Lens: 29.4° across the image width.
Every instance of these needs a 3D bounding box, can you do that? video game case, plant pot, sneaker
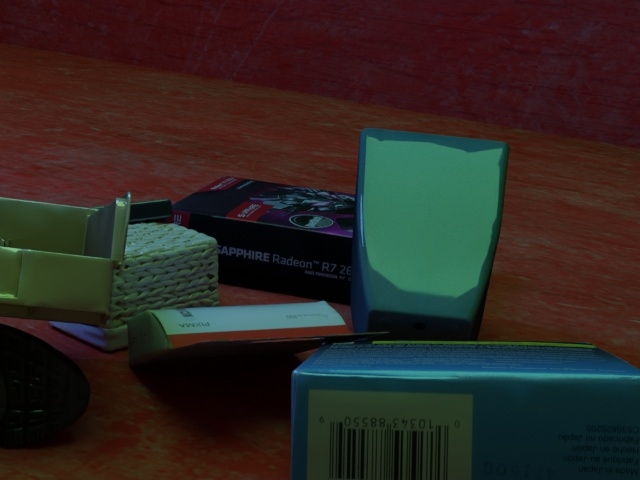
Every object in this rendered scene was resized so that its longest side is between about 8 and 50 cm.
[{"bbox_3d":[-0.298,-0.021,1.504,0.196,0.026,0.274,-8,-1,-15],"label":"video game case"},{"bbox_3d":[0.109,0.023,1.316,0.165,0.166,0.234,7,47,4],"label":"plant pot"},{"bbox_3d":[-0.335,0.105,1.088,0.286,0.109,0.130,12,6,9],"label":"sneaker"}]

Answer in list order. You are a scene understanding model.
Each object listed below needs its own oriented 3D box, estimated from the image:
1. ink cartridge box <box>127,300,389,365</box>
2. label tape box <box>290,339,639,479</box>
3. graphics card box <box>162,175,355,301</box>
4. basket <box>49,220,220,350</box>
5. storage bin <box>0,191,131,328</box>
[{"bbox_3d":[-0.067,0.081,1.176,0.189,0.066,0.232,-1,-14,-24],"label":"ink cartridge box"},{"bbox_3d":[0.114,0.143,0.993,0.249,0.115,0.347,0,-2,4],"label":"label tape box"},{"bbox_3d":[0.000,0.000,1.598,0.370,0.094,0.233,10,15,14],"label":"graphics card box"},{"bbox_3d":[-0.202,0.044,1.341,0.113,0.103,0.167,18,20,39],"label":"basket"},{"bbox_3d":[-0.323,0.006,1.103,0.262,0.123,0.260,8,-5,-16],"label":"storage bin"}]
